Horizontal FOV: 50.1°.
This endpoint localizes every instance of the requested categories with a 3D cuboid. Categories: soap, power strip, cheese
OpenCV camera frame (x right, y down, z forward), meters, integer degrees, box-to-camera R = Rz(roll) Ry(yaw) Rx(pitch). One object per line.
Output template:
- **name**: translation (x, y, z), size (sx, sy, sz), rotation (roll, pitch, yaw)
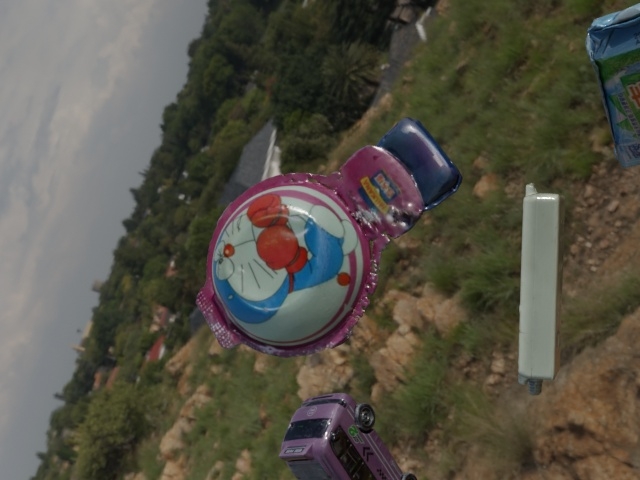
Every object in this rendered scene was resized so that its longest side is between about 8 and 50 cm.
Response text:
- **soap**: translation (0.462, -0.214, 0.932), size (0.156, 0.293, 0.077), rotation (-14, 48, 26)
- **power strip**: translation (0.347, 0.079, 1.075), size (0.098, 0.058, 0.339), rotation (-4, -84, -66)
- **cheese**: translation (0.000, 0.000, 0.333), size (0.145, 0.095, 0.038), rotation (-38, -20, 10)

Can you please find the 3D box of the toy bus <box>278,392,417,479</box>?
- **toy bus**: translation (0.034, 0.261, 0.755), size (0.086, 0.178, 0.098), rotation (-21, 16, 44)
